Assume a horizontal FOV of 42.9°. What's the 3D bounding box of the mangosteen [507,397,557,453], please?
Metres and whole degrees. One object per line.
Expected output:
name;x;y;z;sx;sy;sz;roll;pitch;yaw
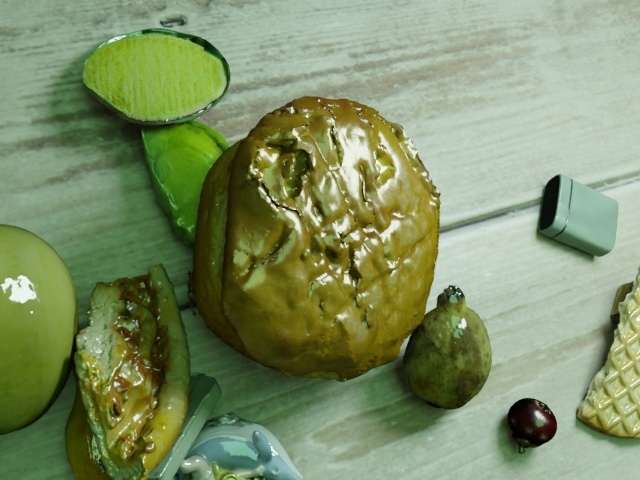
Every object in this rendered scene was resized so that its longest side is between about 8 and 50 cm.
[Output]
mangosteen;0.337;0.293;1.309;0.081;0.081;0.081;7;70;-19

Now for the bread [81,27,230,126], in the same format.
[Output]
bread;-0.252;-0.251;1.257;0.228;0.033;0.228;4;50;-5

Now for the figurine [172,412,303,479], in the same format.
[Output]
figurine;-0.125;0.326;1.097;0.208;0.128;0.184;-2;75;-13

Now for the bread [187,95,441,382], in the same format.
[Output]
bread;0.000;0.000;1.150;0.398;0.215;0.398;3;85;-38

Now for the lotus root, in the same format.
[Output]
lotus root;0.193;0.167;1.239;0.138;0.214;0.138;-4;35;3

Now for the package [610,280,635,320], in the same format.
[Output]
package;0.595;0.135;1.476;0.131;0.047;0.071;33;65;-8

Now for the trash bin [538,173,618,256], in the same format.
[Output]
trash bin;0.471;-0.045;1.486;0.130;0.059;0.116;21;66;-14

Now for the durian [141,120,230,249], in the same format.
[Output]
durian;-0.180;-0.085;1.234;0.139;0.101;0.250;-33;83;6

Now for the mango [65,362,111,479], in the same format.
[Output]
mango;-0.291;0.241;1.089;0.098;0.075;0.190;5;63;-26

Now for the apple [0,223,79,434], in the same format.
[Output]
apple;-0.437;0.113;0.979;0.292;0.292;0.254;-6;79;-23

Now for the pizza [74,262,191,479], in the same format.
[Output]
pizza;-0.238;0.150;1.054;0.182;0.074;0.365;54;18;-31

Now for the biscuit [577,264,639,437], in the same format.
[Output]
biscuit;0.580;0.210;1.414;0.204;0.040;0.309;30;77;-13

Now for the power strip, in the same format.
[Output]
power strip;-0.201;0.257;1.073;0.227;0.080;0.029;-60;137;-53
